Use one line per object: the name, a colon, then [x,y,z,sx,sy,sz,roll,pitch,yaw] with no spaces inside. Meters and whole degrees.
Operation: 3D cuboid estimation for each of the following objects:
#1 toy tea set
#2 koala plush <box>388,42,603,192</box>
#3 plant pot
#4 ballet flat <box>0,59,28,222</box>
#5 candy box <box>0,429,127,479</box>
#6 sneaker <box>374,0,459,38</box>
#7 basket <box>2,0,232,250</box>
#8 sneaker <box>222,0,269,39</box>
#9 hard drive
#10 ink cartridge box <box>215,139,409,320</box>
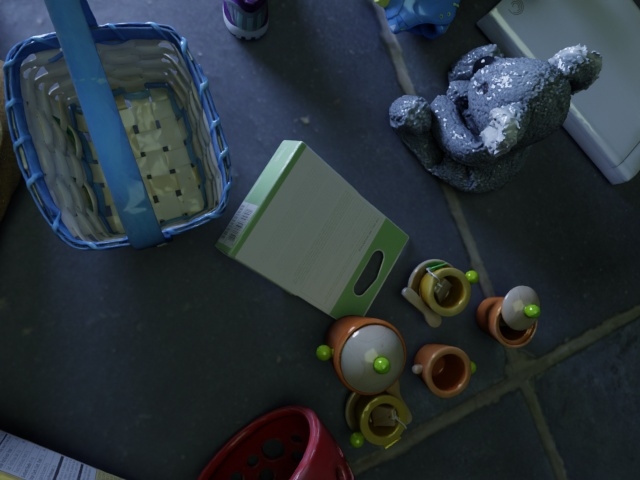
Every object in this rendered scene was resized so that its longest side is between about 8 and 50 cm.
toy tea set: [0.160,0.141,0.612,0.336,0.124,0.200,-32,101,-12]
koala plush: [0.241,-0.167,0.604,0.196,0.221,0.203,-37,96,-12]
plant pot: [-0.035,0.324,0.537,0.191,0.191,0.174,-38,101,-12]
ballet flat: [-0.415,-0.057,0.498,0.116,0.124,0.342,14,84,-12]
candy box: [-0.310,0.349,0.500,0.317,0.088,0.182,35,80,-19]
sneaker: [0.182,-0.378,0.682,0.240,0.091,0.126,-25,111,-13]
basket: [-0.200,-0.104,0.464,0.201,0.289,0.254,-17,88,-18]
sneaker: [-0.099,-0.392,0.599,0.083,0.098,0.223,-9,90,-13]
hard drive: [0.451,-0.300,0.748,0.353,0.047,0.233,46,79,-7]
ink cartridge box: [0.000,0.000,0.629,0.235,0.056,0.171,37,80,-33]
